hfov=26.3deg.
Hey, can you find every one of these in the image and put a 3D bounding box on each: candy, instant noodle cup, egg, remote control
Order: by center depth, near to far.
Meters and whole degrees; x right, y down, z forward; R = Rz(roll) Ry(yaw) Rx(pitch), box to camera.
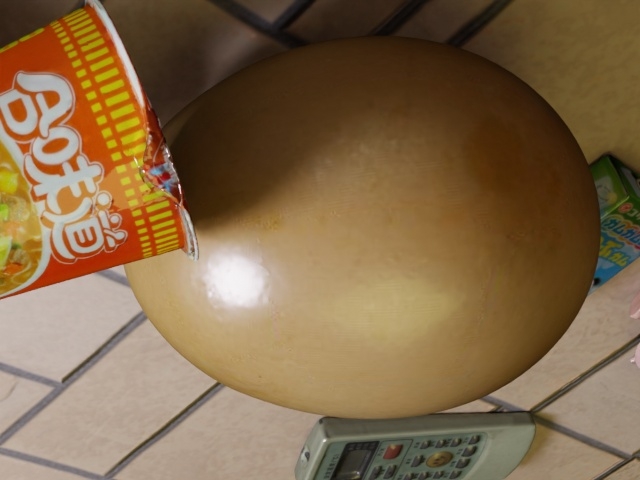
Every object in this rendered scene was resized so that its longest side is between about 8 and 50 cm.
[{"bbox_3d":[-0.210,-0.035,0.882,0.212,0.193,0.193,-22,142,-12],"label":"instant noodle cup"},{"bbox_3d":[0.032,-0.011,1.079,0.374,0.301,0.301,3,138,-11],"label":"egg"},{"bbox_3d":[0.248,0.006,1.359,0.097,0.062,0.194,25,125,-38],"label":"candy"},{"bbox_3d":[0.116,0.253,1.628,0.285,0.038,0.123,2,137,-21],"label":"remote control"}]

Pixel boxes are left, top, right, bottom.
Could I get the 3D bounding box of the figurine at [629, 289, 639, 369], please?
[{"bbox_3d":[0.438,0.138,1.521,0.276,0.133,0.200,24,110,-40],"label":"figurine"}]
